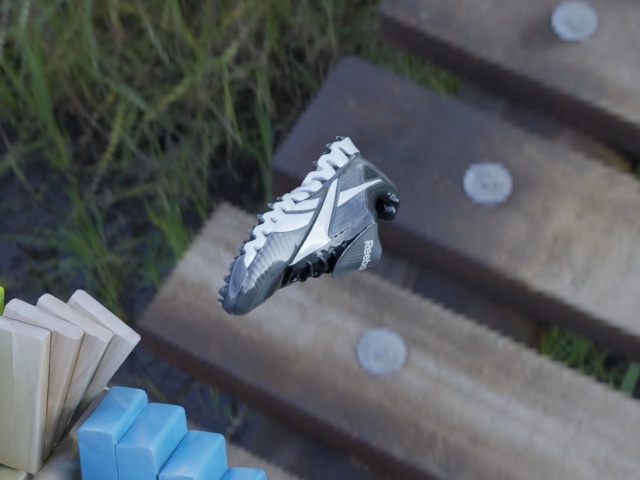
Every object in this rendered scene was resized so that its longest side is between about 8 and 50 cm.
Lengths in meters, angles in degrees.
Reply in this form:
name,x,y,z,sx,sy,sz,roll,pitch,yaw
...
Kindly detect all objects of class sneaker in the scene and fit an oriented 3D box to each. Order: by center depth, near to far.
name,x,y,z,sx,sy,sz,roll,pitch,yaw
sneaker,0.000,0.000,1.775,0.106,0.078,0.234,34,50,9

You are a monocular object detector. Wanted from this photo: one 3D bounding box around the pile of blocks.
name,x,y,z,sx,sy,sz,roll,pitch,yaw
pile of blocks,-0.134,0.127,0.965,0.362,0.149,0.112,35,33,0
